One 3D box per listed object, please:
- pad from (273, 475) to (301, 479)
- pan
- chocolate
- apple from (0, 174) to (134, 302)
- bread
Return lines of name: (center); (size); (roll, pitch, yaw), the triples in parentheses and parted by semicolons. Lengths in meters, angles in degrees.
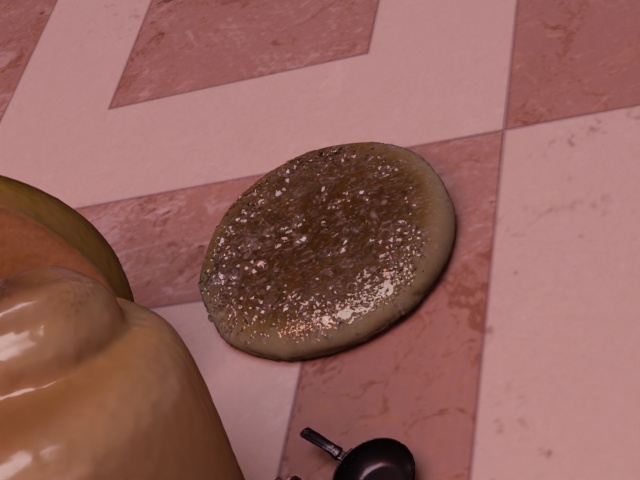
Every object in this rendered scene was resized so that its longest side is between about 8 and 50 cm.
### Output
pad: (-0.007, 0.288, 0.837); (0.174, 0.022, 0.233); (-39, 86, -20)
pan: (0.028, 0.179, 1.047); (0.115, 0.023, 0.068); (27, 66, 41)
chocolate: (-0.218, 0.189, 0.945); (0.314, 0.297, 0.326); (-3, 37, 25)
apple: (-0.326, 0.075, 1.173); (0.295, 0.258, 0.233); (-49, 19, -7)
bread: (0.000, 0.000, 1.236); (0.267, 0.040, 0.267); (-17, 42, 16)
